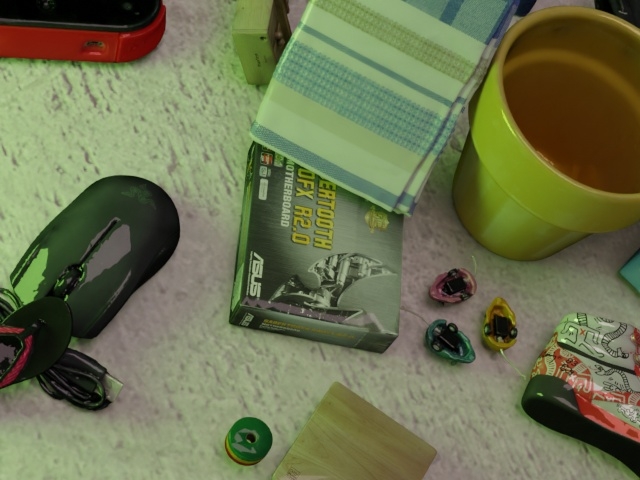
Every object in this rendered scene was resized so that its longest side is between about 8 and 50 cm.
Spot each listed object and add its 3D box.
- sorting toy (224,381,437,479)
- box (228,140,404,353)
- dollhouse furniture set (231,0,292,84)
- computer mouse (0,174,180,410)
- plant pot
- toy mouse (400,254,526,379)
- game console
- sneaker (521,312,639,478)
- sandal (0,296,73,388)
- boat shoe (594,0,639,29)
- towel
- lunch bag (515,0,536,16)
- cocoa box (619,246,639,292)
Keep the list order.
[{"bbox_3d":[0.039,0.244,1.389,0.274,0.046,0.132,34,58,2],"label":"sorting toy"},{"bbox_3d":[0.000,0.000,1.502,0.183,0.056,0.231,12,60,-12],"label":"box"},{"bbox_3d":[0.033,-0.277,1.577,0.242,0.212,0.161,2,59,11],"label":"dollhouse furniture set"},{"bbox_3d":[-0.236,0.028,1.400,0.188,0.072,0.272,31,58,1],"label":"computer mouse"},{"bbox_3d":[0.271,-0.099,1.538,0.254,0.239,0.254,8,61,-14],"label":"plant pot"},{"bbox_3d":[0.152,0.088,1.520,0.143,0.031,0.161,3,62,-17],"label":"toy mouse"},{"bbox_3d":[-0.382,-0.363,1.579,0.386,0.060,0.342,1,57,-19],"label":"game console"},{"bbox_3d":[0.370,0.185,1.506,0.270,0.090,0.145,28,60,1],"label":"sneaker"},{"bbox_3d":[-0.320,0.118,1.309,0.179,0.040,0.067,-33,81,-10],"label":"sandal"},{"bbox_3d":[0.375,-0.212,1.705,0.113,0.127,0.340,13,66,4],"label":"boat shoe"},{"bbox_3d":[0.066,-0.185,1.449,0.209,0.285,0.034,26,23,-1],"label":"towel"},{"bbox_3d":[0.269,-0.359,1.780,0.067,0.065,0.098,21,59,-7],"label":"lunch bag"},{"bbox_3d":[0.580,0.049,1.564,0.347,0.231,0.228,45,59,7],"label":"cocoa box"}]
